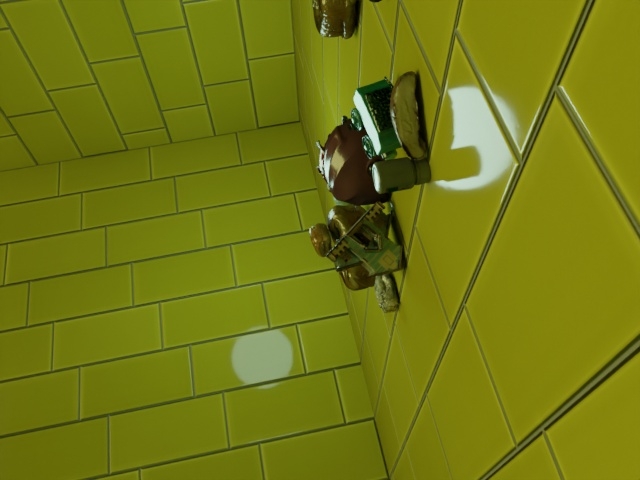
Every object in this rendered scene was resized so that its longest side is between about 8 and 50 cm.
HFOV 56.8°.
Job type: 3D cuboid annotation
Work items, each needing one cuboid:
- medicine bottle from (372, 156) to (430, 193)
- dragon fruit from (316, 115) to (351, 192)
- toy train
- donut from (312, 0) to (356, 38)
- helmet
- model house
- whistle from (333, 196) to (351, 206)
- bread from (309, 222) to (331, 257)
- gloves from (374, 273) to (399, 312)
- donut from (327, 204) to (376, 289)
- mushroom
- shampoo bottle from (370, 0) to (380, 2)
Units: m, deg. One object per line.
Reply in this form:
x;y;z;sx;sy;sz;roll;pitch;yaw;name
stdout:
0.199;-0.163;1.460;0.080;0.130;0.080;171;90;-85;medicine bottle
0.078;-0.329;2.293;0.269;0.198;0.200;105;169;-45;dragon fruit
0.159;-0.320;1.584;0.163;0.112;0.203;107;139;-77;toy train
0.045;-0.786;1.923;0.261;0.128;0.209;96;163;-67;donut
0.108;-0.263;1.929;0.271;0.197;0.338;-102;4;-46;helmet
0.172;0.032;1.912;0.206;0.271;0.178;44;170;0;model house
0.096;-0.240;2.652;0.101;0.105;0.253;8;114;41;whistle
0.001;0.001;2.377;0.125;0.082;0.106;84;177;-49;bread
0.232;0.180;2.124;0.114;0.070;0.153;89;171;-63;gloves
0.132;0.023;2.395;0.360;0.169;0.361;168;90;-83;donut
0.208;-0.297;1.431;0.094;0.072;0.210;-83;-16;-77;mushroom
0.126;-0.708;1.578;0.064;0.057;0.208;74;-177;-50;shampoo bottle
